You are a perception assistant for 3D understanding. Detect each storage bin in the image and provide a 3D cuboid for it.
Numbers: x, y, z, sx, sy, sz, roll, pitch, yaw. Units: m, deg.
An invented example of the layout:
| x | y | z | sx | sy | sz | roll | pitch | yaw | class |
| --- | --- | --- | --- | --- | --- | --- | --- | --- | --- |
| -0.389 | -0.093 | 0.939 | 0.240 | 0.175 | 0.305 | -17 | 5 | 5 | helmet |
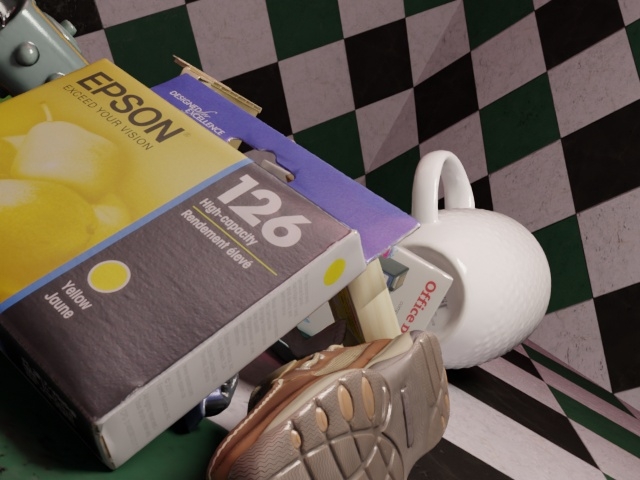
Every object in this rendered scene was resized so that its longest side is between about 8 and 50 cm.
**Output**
| x | y | z | sx | sy | sz | roll | pitch | yaw | class |
| --- | --- | --- | --- | --- | --- | --- | --- | --- | --- |
| -0.295 | -0.244 | 1.749 | 0.123 | 0.262 | 0.260 | 34 | 7 | 24 | storage bin |

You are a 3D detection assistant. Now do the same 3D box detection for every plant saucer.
| x | y | z | sx | sy | sz | roll | pitch | yaw | class |
| --- | --- | --- | --- | --- | --- | --- | --- | --- | --- |
| -0.020 | 0.134 | 0.930 | 0.119 | 0.021 | 0.119 | 28 | 5 | -3 | plant saucer |

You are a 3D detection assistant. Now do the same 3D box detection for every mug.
| x | y | z | sx | sy | sz | roll | pitch | yaw | class |
| --- | --- | --- | --- | --- | --- | --- | --- | --- | --- |
| 0.218 | 0.034 | 1.322 | 0.276 | 0.374 | 0.328 | -4 | -1 | 28 | mug |

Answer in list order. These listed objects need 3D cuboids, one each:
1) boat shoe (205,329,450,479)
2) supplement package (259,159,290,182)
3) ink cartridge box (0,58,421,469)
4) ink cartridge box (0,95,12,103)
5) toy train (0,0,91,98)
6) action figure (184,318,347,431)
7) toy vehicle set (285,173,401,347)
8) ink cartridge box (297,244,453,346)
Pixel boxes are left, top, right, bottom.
| x | y | z | sx | sy | sz | roll | pitch | yaw | class |
| --- | --- | --- | --- | --- | --- | --- | --- | --- | --- |
| 0.003 | 0.146 | 0.588 | 0.116 | 0.123 | 0.324 | -6 | -1 | 25 | boat shoe |
| 0.000 | 0.000 | 1.446 | 0.293 | 0.175 | 0.177 | 23 | 7 | -47 | supplement package |
| -0.129 | -0.032 | 0.595 | 0.303 | 0.307 | 0.072 | 35 | -35 | 27 | ink cartridge box |
| -0.526 | -0.262 | 1.223 | 0.188 | 0.097 | 0.255 | 28 | 1 | 14 | ink cartridge box |
| -0.357 | -0.220 | 1.006 | 0.190 | 0.142 | 0.334 | 37 | -11 | 47 | toy train |
| -0.137 | 0.051 | 0.727 | 0.330 | 0.178 | 0.341 | 17 | 41 | -38 | action figure |
| 0.036 | 0.061 | 0.803 | 0.166 | 0.035 | 0.267 | -134 | -156 | -70 | toy vehicle set |
| 0.041 | 0.060 | 0.995 | 0.212 | 0.154 | 0.093 | 31 | 4 | 3 | ink cartridge box |
